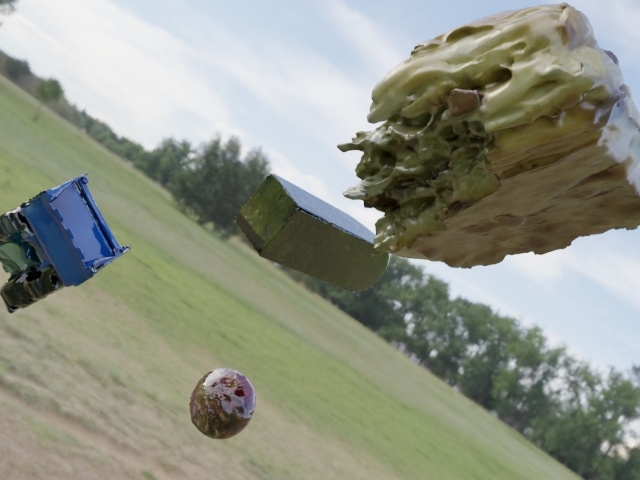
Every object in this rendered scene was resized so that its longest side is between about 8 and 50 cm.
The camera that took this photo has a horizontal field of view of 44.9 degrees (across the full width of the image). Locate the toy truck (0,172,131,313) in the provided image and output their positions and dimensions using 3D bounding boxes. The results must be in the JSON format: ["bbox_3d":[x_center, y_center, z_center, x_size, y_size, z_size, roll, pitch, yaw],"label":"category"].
[{"bbox_3d":[-0.319,0.001,0.930,0.208,0.126,0.113,-17,-76,46],"label":"toy truck"}]

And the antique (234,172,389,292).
[{"bbox_3d":[0.000,0.000,1.012,0.220,0.081,0.080,26,19,-47],"label":"antique"}]

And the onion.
[{"bbox_3d":[-0.147,0.248,1.177,0.107,0.107,0.097,32,-5,28],"label":"onion"}]

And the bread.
[{"bbox_3d":[0.171,-0.107,0.799,0.314,0.192,0.370,-17,-21,31],"label":"bread"}]
